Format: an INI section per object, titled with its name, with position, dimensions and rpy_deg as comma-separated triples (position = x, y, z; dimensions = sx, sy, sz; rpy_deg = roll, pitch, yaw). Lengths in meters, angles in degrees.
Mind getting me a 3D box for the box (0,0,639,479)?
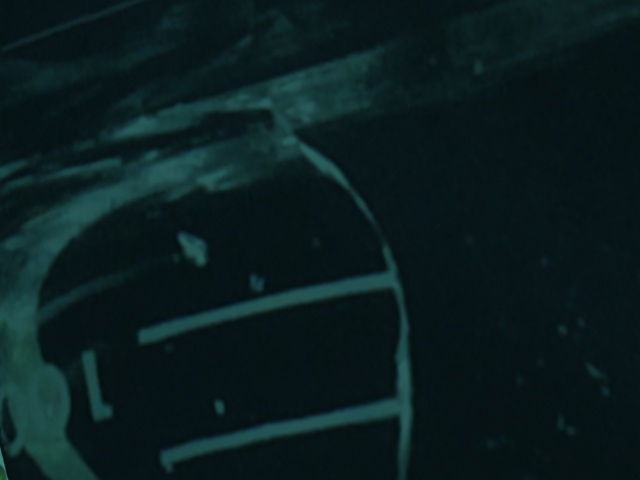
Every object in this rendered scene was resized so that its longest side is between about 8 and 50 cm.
[box]
position = 0.197, 0.067, 0.424
dimensions = 0.480, 0.472, 0.297
rpy_deg = -18, 169, 8
